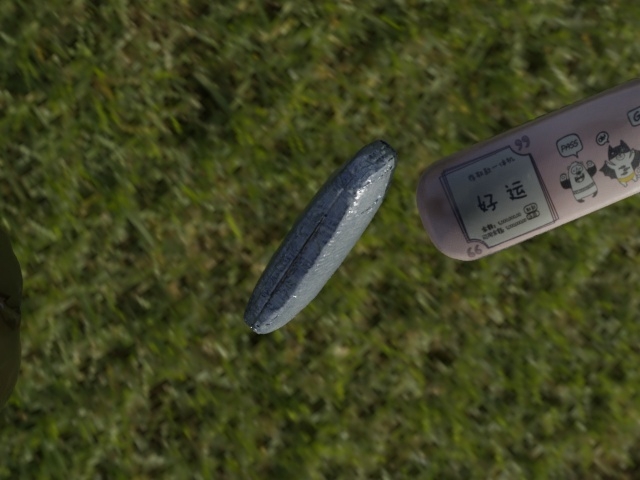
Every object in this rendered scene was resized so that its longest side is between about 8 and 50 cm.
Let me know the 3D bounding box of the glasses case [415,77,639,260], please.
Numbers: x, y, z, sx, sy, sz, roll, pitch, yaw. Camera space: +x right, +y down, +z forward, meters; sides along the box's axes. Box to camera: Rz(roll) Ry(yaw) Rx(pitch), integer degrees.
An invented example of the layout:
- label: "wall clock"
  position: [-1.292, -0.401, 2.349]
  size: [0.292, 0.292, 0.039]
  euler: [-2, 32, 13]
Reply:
- label: "glasses case"
  position: [0.258, -0.078, 1.894]
  size: [0.314, 0.075, 0.122]
  euler: [-22, 90, 2]

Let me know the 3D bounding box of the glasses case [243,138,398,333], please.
- label: "glasses case"
  position: [0.000, 0.000, 1.938]
  size: [0.067, 0.109, 0.282]
  euler: [39, 125, 9]

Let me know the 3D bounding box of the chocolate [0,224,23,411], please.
- label: "chocolate"
  position: [-0.414, 0.055, 1.373]
  size: [0.331, 0.384, 0.384]
  euler: [-22, 120, 9]
